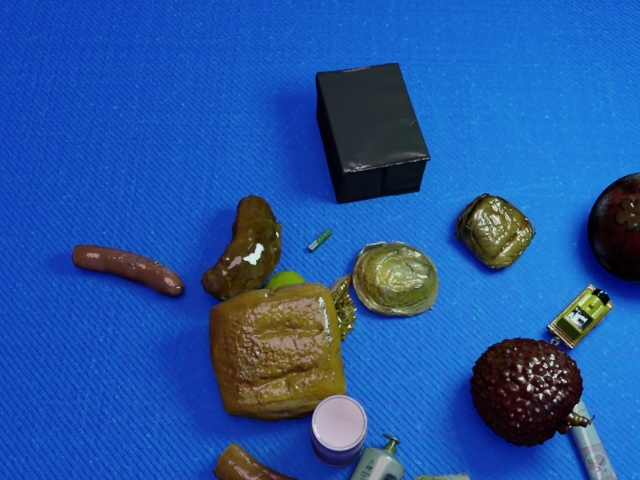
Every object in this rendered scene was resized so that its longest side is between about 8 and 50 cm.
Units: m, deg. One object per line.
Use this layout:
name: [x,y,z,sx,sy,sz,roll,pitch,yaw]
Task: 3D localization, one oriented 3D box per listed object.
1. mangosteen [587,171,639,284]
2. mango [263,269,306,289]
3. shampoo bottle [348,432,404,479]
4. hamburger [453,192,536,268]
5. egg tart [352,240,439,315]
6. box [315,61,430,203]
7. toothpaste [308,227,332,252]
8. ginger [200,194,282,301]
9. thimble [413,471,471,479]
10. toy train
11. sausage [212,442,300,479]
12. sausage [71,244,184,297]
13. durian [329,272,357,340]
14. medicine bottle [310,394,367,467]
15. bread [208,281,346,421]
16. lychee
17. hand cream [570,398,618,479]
mangosteen: [0.881,-0.022,1.903,0.306,0.359,0.306,-14,65,32]
mango: [-0.099,0.164,1.888,0.119,0.100,0.178,18,77,4]
shampoo bottle: [0.127,0.575,1.700,0.118,0.087,0.234,27,68,12]
hamburger: [0.479,-0.033,1.964,0.206,0.130,0.183,42,74,15]
egg tart: [0.207,0.096,1.918,0.252,0.098,0.232,30,65,8]
box: [0.139,-0.303,2.047,0.251,0.204,0.345,-10,65,-5]
toothpaste: [0.000,0.000,2.006,0.017,0.020,0.083,41,71,19]
ginger: [-0.190,0.030,1.918,0.172,0.165,0.321,22,61,2]
thimble: [0.288,0.627,1.650,0.144,0.137,0.190,2,54,1]
toy train: [0.682,0.194,1.856,0.219,0.127,0.089,-39,71,-15]
sausage: [-0.125,0.583,1.691,0.271,0.109,0.109,23,67,11]
sausage: [-0.517,0.076,1.941,0.327,0.079,0.087,16,55,6]
durian: [0.040,0.171,1.894,0.140,0.078,0.224,21,67,10]
medicine bottle: [0.041,0.450,1.670,0.133,0.249,0.133,-1,65,1]
bread: [-0.110,0.279,1.758,0.328,0.148,0.336,-6,86,-3]
lychee: [0.498,0.364,1.699,0.300,0.264,0.264,28,67,33]
hand cream: [0.665,0.522,1.747,0.085,0.058,0.331,-9,69,-22]
